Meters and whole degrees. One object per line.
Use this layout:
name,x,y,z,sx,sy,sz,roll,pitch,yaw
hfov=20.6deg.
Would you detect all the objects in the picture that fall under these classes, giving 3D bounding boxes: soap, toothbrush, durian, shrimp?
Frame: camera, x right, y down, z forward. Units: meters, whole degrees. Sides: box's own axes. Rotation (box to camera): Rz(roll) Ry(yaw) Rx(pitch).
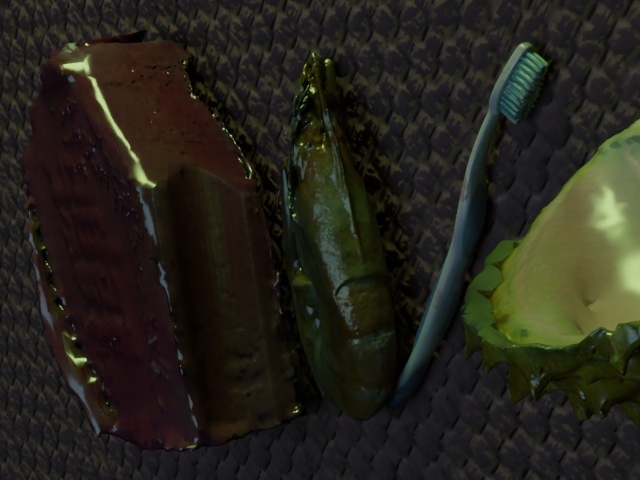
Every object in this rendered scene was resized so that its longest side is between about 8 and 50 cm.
soap,-0.118,-0.002,1.218,0.182,0.112,0.289,-11,89,52
toothbrush,0.082,0.000,1.041,0.027,0.021,0.269,50,135,38
durian,0.172,0.020,0.804,0.305,0.195,0.186,0,107,49
shrimp,0.004,-0.001,1.124,0.133,0.053,0.236,-174,72,-77
